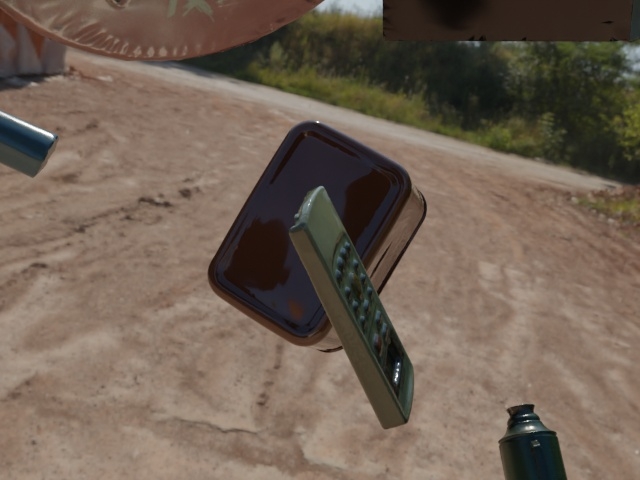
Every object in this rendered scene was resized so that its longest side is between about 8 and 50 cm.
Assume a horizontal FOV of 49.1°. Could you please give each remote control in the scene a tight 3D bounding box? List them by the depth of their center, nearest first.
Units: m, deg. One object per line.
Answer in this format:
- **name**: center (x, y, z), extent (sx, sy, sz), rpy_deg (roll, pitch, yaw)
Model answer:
- **remote control**: center (0.042, 0.075, 0.814), extent (0.038, 0.285, 0.123), rpy_deg (-19, 19, 17)

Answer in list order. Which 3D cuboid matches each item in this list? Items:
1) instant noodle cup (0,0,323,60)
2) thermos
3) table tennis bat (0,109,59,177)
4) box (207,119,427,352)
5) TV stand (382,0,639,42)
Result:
- **instant noodle cup**: center (-0.094, -0.258, 0.355), extent (0.243, 0.243, 0.231), rpy_deg (0, 53, -44)
- **thermos**: center (0.245, 0.282, 0.797), extent (0.073, 0.187, 0.083), rpy_deg (-27, -34, 35)
- **table tennis bat**: center (-0.375, -0.142, 0.557), extent (0.329, 0.044, 0.215), rpy_deg (28, 37, -18)
- **box**: center (0.000, 0.000, 1.168), extent (0.240, 0.339, 0.229), rpy_deg (31, -1, 14)
- **TV stand**: center (0.196, -0.252, 0.723), extent (0.270, 0.088, 0.083), rpy_deg (12, 24, 36)
